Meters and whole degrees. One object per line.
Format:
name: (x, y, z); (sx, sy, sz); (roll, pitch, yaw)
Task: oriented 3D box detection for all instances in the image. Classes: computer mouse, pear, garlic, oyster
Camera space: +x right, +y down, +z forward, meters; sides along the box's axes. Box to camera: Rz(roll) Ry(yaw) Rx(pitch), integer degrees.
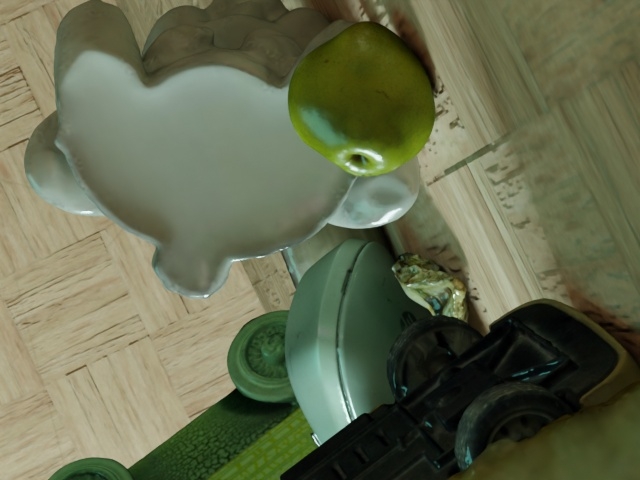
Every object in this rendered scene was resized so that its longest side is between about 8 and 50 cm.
computer mouse: (0.064, 0.121, 1.533); (0.288, 0.097, 0.159); (58, -145, -40)
pear: (0.028, -0.086, 1.155); (0.092, 0.092, 0.097); (77, -152, -62)
garlic: (-0.003, -0.008, 1.630); (0.198, 0.090, 0.128); (61, 172, -5)
oyster: (0.081, 0.046, 1.390); (0.122, 0.045, 0.146); (54, 175, 43)

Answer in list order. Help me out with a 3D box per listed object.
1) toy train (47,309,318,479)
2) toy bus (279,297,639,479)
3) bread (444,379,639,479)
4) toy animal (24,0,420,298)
toy train: (-0.067, 0.258, 1.778); (0.272, 0.442, 0.179); (42, 161, 36)
toy bus: (0.035, 0.201, 1.004); (0.202, 0.365, 0.177); (54, 177, -16)
bread: (0.168, 0.269, 0.764); (0.395, 0.239, 0.264); (60, 177, 24)
toy animal: (-0.066, -0.080, 1.347); (0.265, 0.271, 0.206); (-86, -3, -78)
